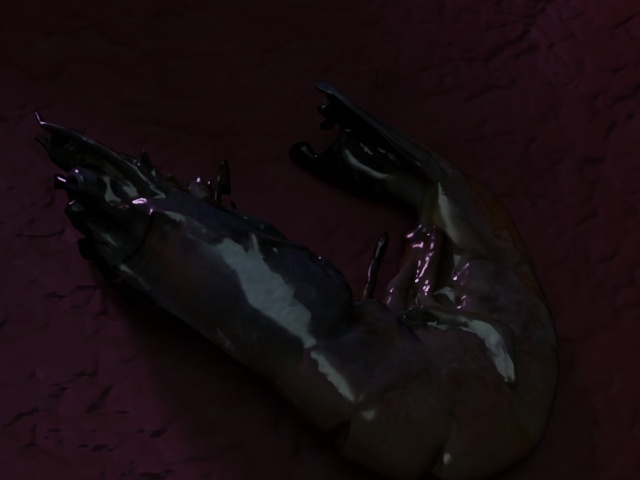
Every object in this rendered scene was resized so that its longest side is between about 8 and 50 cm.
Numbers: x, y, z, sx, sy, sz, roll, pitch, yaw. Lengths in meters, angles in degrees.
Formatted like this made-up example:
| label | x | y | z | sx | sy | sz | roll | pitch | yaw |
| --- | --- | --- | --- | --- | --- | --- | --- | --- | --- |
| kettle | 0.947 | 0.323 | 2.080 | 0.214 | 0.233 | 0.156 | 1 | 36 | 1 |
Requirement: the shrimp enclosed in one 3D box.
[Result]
| label | x | y | z | sx | sy | sz | roll | pitch | yaw |
| --- | --- | --- | --- | --- | --- | --- | --- | --- | --- |
| shrimp | 0.002 | -0.004 | 0.605 | 0.289 | 0.075 | 0.178 | 32 | 57 | 16 |
